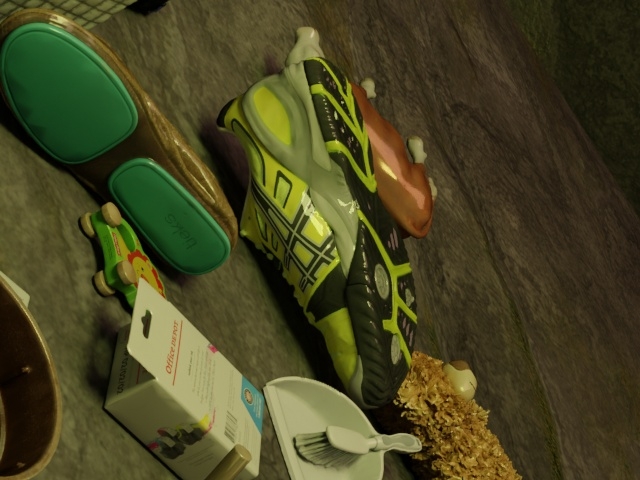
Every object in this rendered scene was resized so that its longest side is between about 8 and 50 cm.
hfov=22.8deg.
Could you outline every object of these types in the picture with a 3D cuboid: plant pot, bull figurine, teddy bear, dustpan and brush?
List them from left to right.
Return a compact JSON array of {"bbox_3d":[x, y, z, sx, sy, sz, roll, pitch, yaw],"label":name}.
[{"bbox_3d":[-0.276,0.104,0.976,0.167,0.165,0.167,46,27,-32],"label":"plant pot"},{"bbox_3d":[0.037,0.214,1.658,0.211,0.060,0.147,21,45,-57],"label":"dustpan and brush"},{"bbox_3d":[0.046,-0.139,2.048,0.310,0.101,0.188,57,21,-9],"label":"bull figurine"},{"bbox_3d":[0.181,0.266,1.845,0.338,0.113,0.245,64,20,6],"label":"teddy bear"}]

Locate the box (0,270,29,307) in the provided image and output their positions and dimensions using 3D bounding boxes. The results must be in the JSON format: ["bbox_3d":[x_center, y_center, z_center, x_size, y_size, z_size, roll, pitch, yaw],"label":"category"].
[{"bbox_3d":[-0.273,0.067,1.108,0.087,0.101,0.102,47,26,-31],"label":"box"}]

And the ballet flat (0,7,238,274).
[{"bbox_3d":[-0.189,-0.109,1.492,0.342,0.116,0.124,48,21,-36],"label":"ballet flat"}]

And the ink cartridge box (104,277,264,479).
[{"bbox_3d":[-0.129,0.131,1.398,0.181,0.061,0.104,49,25,-29],"label":"ink cartridge box"}]

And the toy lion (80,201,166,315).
[{"bbox_3d":[-0.176,0.024,1.471,0.096,0.034,0.100,36,32,-59],"label":"toy lion"}]

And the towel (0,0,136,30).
[{"bbox_3d":[-0.237,-0.287,1.370,0.235,0.283,0.121,16,49,-62],"label":"towel"}]

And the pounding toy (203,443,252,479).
[{"bbox_3d":[-0.167,0.222,1.116,0.110,0.183,0.237,35,22,5],"label":"pounding toy"}]

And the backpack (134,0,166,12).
[{"bbox_3d":[-0.166,-0.354,1.751,0.117,0.173,0.158,18,47,-59],"label":"backpack"}]

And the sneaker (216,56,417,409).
[{"bbox_3d":[0.000,0.000,1.742,0.145,0.147,0.385,-3,78,-68],"label":"sneaker"}]
